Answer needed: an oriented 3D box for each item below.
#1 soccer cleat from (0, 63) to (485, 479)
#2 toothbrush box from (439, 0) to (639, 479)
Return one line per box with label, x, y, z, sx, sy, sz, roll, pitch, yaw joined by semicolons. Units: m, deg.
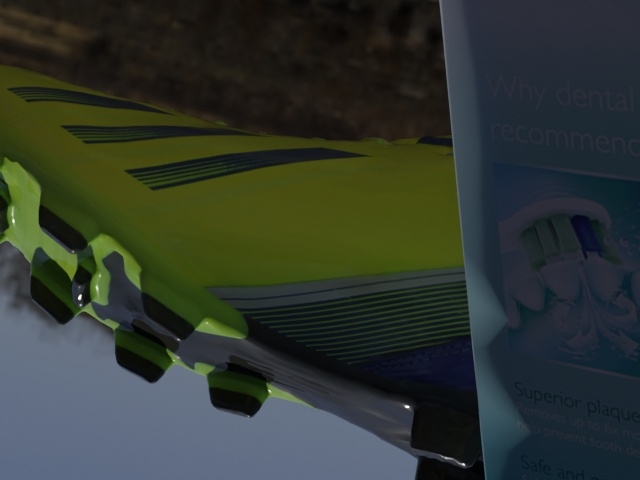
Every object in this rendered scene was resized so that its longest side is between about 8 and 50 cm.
soccer cleat;0.000;0.001;0.600;0.289;0.121;0.093;25;155;13
toothbrush box;0.142;-0.014;0.443;0.126;0.295;0.216;8;-154;37
